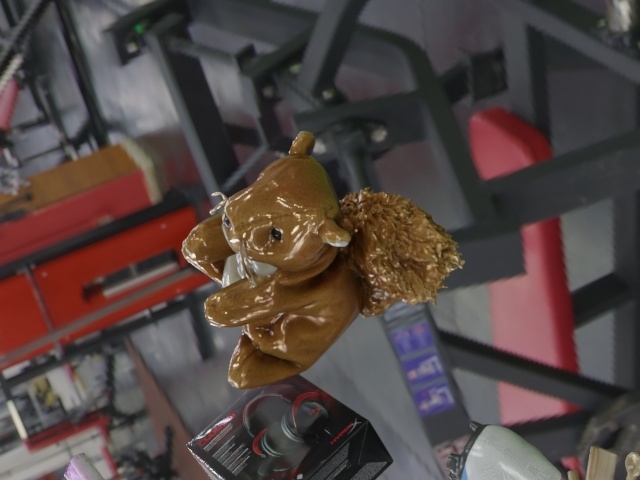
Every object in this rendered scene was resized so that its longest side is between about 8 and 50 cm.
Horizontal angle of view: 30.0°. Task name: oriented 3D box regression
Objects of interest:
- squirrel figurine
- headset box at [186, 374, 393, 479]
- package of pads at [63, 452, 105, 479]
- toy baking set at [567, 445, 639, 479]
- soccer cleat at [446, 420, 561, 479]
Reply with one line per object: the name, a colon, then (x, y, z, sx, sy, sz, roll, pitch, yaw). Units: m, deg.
squirrel figurine: (0.000, 0.000, 1.776, 0.370, 0.396, 0.281, 103, 155, -56)
headset box: (-0.062, 0.339, 1.934, 0.293, 0.218, 0.110, 27, 152, 52)
package of pads: (-0.375, 0.389, 1.925, 0.083, 0.032, 0.050, 46, 128, 24)
toy baking set: (0.450, 0.436, 1.811, 0.196, 0.030, 0.256, -29, 61, 57)
soccer cleat: (0.242, 0.347, 1.507, 0.143, 0.116, 0.331, 27, 156, 26)
